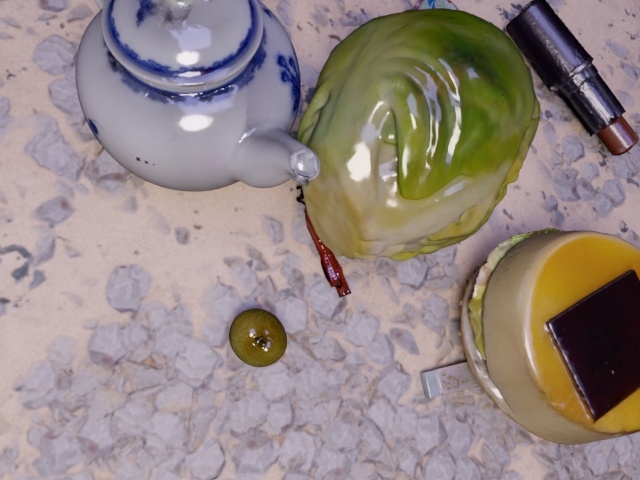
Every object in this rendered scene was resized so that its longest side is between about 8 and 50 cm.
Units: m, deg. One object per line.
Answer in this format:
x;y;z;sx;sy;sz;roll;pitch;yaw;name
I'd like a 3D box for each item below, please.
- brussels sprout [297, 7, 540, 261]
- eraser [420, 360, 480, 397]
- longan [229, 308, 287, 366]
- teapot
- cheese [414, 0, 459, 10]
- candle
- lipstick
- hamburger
0.126;-0.129;0.679;0.343;0.268;0.345;2;83;-19;brussels sprout
0.183;0.193;0.747;0.083;0.019;0.038;-9;80;-18;eraser
-0.076;0.119;0.654;0.075;0.083;0.075;1;85;-11;longan
-0.147;-0.196;0.598;0.252;0.280;0.424;-37;77;-19;teapot
0.201;-0.346;0.876;0.095;0.038;0.145;-17;81;-20;cheese
-0.001;0.000;0.739;0.026;0.021;0.168;-21;84;-21;candle
0.431;-0.273;0.904;0.081;0.081;0.300;-37;88;-21;lipstick
0.332;0.121;0.726;0.299;0.176;0.301;4;75;-17;hamburger
